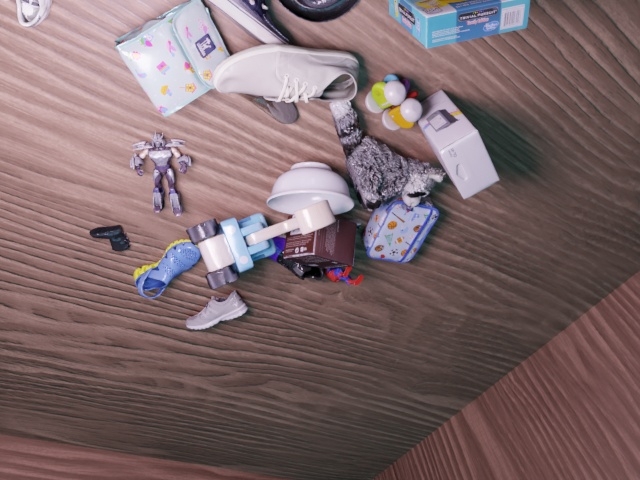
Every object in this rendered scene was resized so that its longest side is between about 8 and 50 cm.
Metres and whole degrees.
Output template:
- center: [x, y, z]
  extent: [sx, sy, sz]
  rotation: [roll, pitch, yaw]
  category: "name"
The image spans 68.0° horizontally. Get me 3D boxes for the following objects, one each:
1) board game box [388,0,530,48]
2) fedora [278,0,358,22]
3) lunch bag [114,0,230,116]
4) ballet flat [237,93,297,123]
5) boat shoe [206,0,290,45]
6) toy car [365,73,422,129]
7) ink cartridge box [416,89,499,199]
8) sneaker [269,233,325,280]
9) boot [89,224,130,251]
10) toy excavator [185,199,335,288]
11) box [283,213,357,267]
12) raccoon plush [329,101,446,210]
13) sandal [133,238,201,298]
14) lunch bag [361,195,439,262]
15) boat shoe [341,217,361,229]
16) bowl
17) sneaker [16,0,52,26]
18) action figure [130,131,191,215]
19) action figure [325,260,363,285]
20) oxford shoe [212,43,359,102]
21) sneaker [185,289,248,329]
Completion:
- center: [0.347, -0.619, 1.252]
  extent: [0.254, 0.336, 0.079]
  rotation: [-12, 130, -2]
  category: "board game box"
- center: [0.018, -0.725, 1.220]
  extent: [0.334, 0.152, 0.334]
  rotation: [-6, 129, -7]
  category: "fedora"
- center: [-0.390, -0.509, 1.311]
  extent: [0.262, 0.160, 0.223]
  rotation: [-31, 126, -4]
  category: "lunch bag"
- center: [-0.180, -0.441, 1.475]
  extent: [0.250, 0.058, 0.084]
  rotation: [23, 85, -33]
  category: "ballet flat"
- center: [-0.182, -0.649, 1.267]
  extent: [0.341, 0.127, 0.158]
  rotation: [26, 103, -40]
  category: "boat shoe"
- center: [0.247, -0.449, 1.506]
  extent: [0.182, 0.159, 0.136]
  rotation: [40, 73, -20]
  category: "toy car"
- center: [0.429, -0.314, 1.533]
  extent: [0.131, 0.306, 0.226]
  rotation: [-31, 128, 14]
  category: "ink cartridge box"
- center: [-0.099, 0.077, 1.841]
  extent: [0.294, 0.146, 0.102]
  rotation: [21, 121, -26]
  category: "sneaker"
- center: [-0.756, -0.004, 1.712]
  extent: [0.121, 0.045, 0.099]
  rotation: [-9, 133, -5]
  category: "boot"
- center: [-0.207, -0.019, 1.623]
  extent: [0.445, 0.433, 0.222]
  rotation: [-23, 94, -14]
  category: "toy excavator"
- center: [0.000, 0.000, 1.720]
  extent: [0.203, 0.166, 0.169]
  rotation: [18, 161, -40]
  category: "box"
- center: [0.240, -0.294, 1.585]
  extent: [0.299, 0.216, 0.446]
  rotation: [-21, 129, -2]
  category: "raccoon plush"
- center: [-0.576, 0.118, 1.786]
  extent: [0.317, 0.138, 0.126]
  rotation: [-36, 124, 15]
  category: "sandal"
- center: [0.316, -0.053, 1.847]
  extent: [0.243, 0.115, 0.303]
  rotation: [11, 126, -22]
  category: "lunch bag"
- center: [0.097, -0.063, 1.837]
  extent: [0.125, 0.046, 0.038]
  rotation: [2, 123, -24]
  category: "boat shoe"
- center: [-0.032, -0.182, 1.620]
  extent: [0.298, 0.134, 0.298]
  rotation: [2, 168, 0]
  category: "bowl"
- center: [-0.701, -0.646, 1.176]
  extent: [0.090, 0.094, 0.235]
  rotation: [16, 122, -21]
  category: "sneaker"
- center: [-0.513, -0.224, 1.552]
  extent: [0.186, 0.099, 0.284]
  rotation: [0, 125, -5]
  category: "action figure"
- center: [0.099, 0.105, 1.880]
  extent: [0.091, 0.280, 0.139]
  rotation: [41, 74, -14]
  category: "action figure"
- center: [-0.078, -0.458, 1.350]
  extent: [0.450, 0.130, 0.169]
  rotation: [-9, 163, -24]
  category: "oxford shoe"
- center: [-0.445, 0.289, 1.996]
  extent: [0.281, 0.105, 0.115]
  rotation: [-21, 96, 10]
  category: "sneaker"
